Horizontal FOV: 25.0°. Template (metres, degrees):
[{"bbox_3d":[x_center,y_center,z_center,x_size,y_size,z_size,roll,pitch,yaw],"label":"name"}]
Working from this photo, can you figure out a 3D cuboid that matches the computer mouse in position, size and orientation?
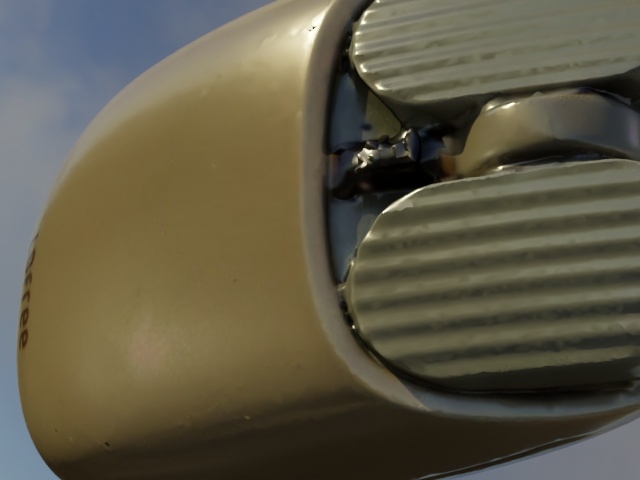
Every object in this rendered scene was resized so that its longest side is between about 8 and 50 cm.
[{"bbox_3d":[0.000,0.000,0.407,0.237,0.145,0.082,-14,-29,34],"label":"computer mouse"}]
